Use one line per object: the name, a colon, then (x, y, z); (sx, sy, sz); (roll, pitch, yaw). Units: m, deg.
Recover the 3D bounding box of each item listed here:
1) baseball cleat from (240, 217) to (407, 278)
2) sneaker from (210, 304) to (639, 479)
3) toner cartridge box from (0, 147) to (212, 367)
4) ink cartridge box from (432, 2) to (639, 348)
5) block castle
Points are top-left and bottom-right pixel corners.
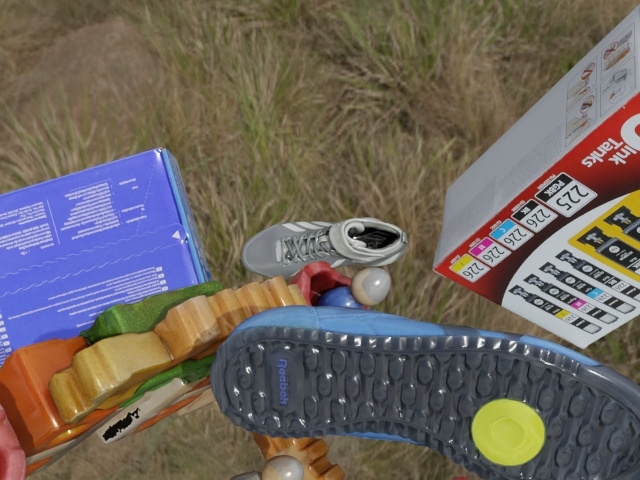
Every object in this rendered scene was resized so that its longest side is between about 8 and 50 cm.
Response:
baseball cleat: (0.000, 0.000, 1.013); (0.206, 0.109, 0.072); (-8, 78, 3)
sneaker: (0.055, 0.066, 0.410); (0.210, 0.082, 0.069); (7, 101, 15)
toner cartridge box: (-0.284, 0.043, 0.795); (0.348, 0.075, 0.165); (-16, 88, -1)
ink cartridge box: (0.314, -0.031, 0.843); (0.272, 0.309, 0.130); (27, 50, -13)
block castle: (-0.058, 0.183, 0.553); (0.453, 0.213, 0.303); (-14, 68, -57)
